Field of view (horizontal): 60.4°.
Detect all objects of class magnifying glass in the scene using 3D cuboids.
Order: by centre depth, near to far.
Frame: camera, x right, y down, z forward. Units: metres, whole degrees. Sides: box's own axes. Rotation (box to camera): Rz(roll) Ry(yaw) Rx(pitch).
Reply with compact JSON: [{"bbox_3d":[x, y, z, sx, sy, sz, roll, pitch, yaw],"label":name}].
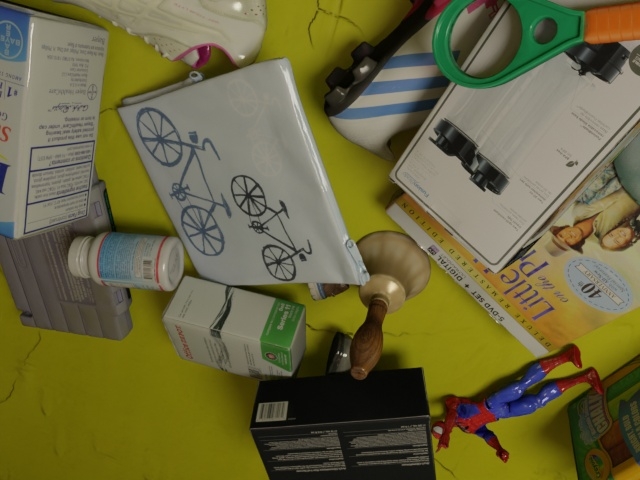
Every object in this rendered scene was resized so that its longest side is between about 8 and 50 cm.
[{"bbox_3d":[0.205,-0.183,0.477,0.231,0.026,0.092,9,107,39],"label":"magnifying glass"}]

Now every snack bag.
[{"bbox_3d":[-0.115,-0.077,0.770,0.342,0.037,0.323,-4,117,39],"label":"snack bag"}]

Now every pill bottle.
[{"bbox_3d":[-0.303,0.031,0.862,0.160,0.087,0.087,5,120,5],"label":"pill bottle"}]

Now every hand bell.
[{"bbox_3d":[0.075,0.096,0.740,0.126,0.242,0.126,7,119,13],"label":"hand bell"}]

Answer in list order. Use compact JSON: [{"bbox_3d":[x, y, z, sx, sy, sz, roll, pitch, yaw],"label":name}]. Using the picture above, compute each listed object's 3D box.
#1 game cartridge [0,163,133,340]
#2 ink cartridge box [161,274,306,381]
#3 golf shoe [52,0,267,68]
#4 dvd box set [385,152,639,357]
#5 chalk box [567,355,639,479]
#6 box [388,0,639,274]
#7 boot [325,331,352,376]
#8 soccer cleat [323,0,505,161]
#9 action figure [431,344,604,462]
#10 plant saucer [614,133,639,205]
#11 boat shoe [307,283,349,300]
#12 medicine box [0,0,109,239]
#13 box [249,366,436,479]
[{"bbox_3d":[-0.460,0.008,0.960,0.230,0.068,0.355,4,119,10],"label":"game cartridge"},{"bbox_3d":[-0.134,0.151,0.898,0.208,0.087,0.153,13,143,9],"label":"ink cartridge box"},{"bbox_3d":[-0.212,-0.287,0.693,0.306,0.115,0.140,9,123,13],"label":"golf shoe"},{"bbox_3d":[0.323,-0.063,0.647,0.307,0.062,0.420,44,128,-5],"label":"dvd box set"},{"bbox_3d":[0.478,0.300,0.771,0.179,0.180,0.289,35,121,-5],"label":"chalk box"},{"bbox_3d":[0.217,-0.127,0.554,0.169,0.087,0.290,45,125,20],"label":"box"},{"bbox_3d":[0.087,0.257,0.933,0.161,0.083,0.246,7,126,5],"label":"boot"},{"bbox_3d":[0.151,-0.222,0.634,0.143,0.116,0.331,37,125,-26],"label":"soccer cleat"},{"bbox_3d":[0.283,0.276,0.845,0.280,0.139,0.091,-34,104,32],"label":"action figure"},{"bbox_3d":[0.395,-0.090,0.534,0.195,0.037,0.195,11,122,19],"label":"plant saucer"},{"bbox_3d":[0.000,0.000,0.820,0.066,0.066,0.183,-12,115,6],"label":"boat shoe"},{"bbox_3d":[-0.463,-0.184,0.759,0.263,0.149,0.289,18,107,10],"label":"medicine box"},{"bbox_3d":[0.042,0.305,0.861,0.261,0.103,0.184,-6,121,8],"label":"box"}]
